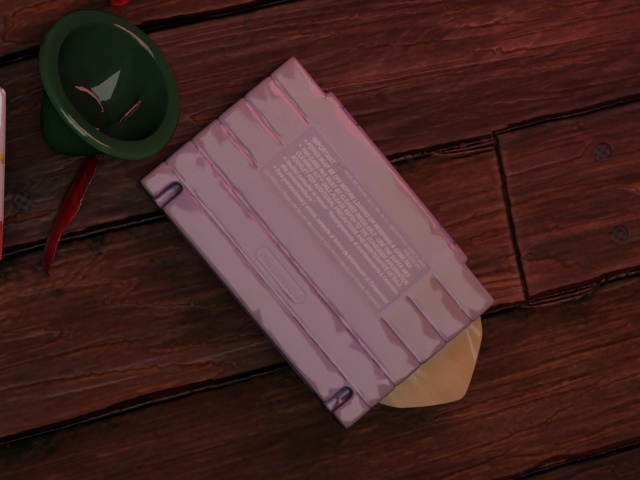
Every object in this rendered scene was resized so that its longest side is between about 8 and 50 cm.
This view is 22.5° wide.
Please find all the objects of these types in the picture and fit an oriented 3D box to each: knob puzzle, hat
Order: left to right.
[{"bbox_3d":[-0.274,-0.120,1.729,0.173,0.183,0.208,39,44,-19],"label":"hat"},{"bbox_3d":[0.096,0.104,1.819,0.213,0.030,0.213,0,89,-7],"label":"knob puzzle"}]

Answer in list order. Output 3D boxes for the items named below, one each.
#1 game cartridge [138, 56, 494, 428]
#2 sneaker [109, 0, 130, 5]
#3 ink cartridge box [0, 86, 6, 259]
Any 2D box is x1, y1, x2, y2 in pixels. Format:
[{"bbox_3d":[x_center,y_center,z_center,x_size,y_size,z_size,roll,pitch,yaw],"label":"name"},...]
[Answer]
[{"bbox_3d":[0.000,0.000,1.766,0.230,0.068,0.355,-40,94,-10],"label":"game cartridge"},{"bbox_3d":[-0.242,-0.318,1.690,0.221,0.087,0.128,8,91,-12],"label":"sneaker"},{"bbox_3d":[-0.390,-0.073,1.652,0.128,0.127,0.176,2,94,-12],"label":"ink cartridge box"}]
